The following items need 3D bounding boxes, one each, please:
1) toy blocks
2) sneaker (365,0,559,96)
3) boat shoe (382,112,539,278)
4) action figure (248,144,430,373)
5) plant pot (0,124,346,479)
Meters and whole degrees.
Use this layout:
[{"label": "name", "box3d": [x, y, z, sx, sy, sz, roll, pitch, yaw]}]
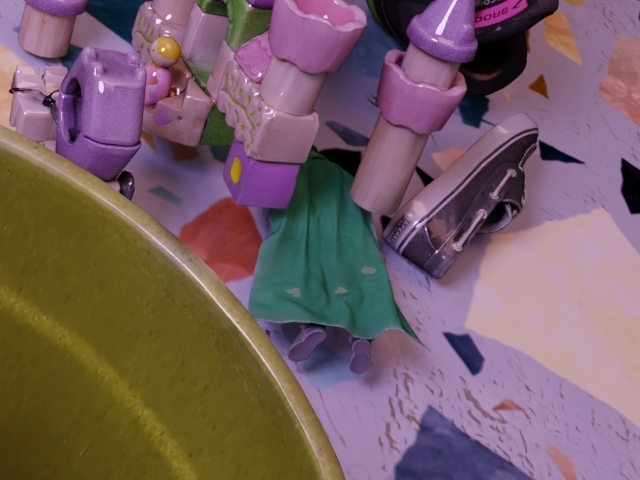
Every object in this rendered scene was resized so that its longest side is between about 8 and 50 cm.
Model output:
[{"label": "toy blocks", "box3d": [-0.062, -0.199, 0.946, 0.309, 0.260, 0.288, 1, 36, -31]}, {"label": "sneaker", "box3d": [0.124, -0.277, 1.061, 0.185, 0.483, 0.202, -35, 69, -1]}, {"label": "boat shoe", "box3d": [0.139, -0.037, 1.114, 0.070, 0.077, 0.219, 42, 50, 9]}, {"label": "action figure", "box3d": [0.000, 0.000, 0.994, 0.137, 0.063, 0.232, 15, 38, -19]}, {"label": "plant pot", "box3d": [-0.219, 0.188, 0.459, 0.367, 0.353, 0.366, 17, 44, -18]}]
